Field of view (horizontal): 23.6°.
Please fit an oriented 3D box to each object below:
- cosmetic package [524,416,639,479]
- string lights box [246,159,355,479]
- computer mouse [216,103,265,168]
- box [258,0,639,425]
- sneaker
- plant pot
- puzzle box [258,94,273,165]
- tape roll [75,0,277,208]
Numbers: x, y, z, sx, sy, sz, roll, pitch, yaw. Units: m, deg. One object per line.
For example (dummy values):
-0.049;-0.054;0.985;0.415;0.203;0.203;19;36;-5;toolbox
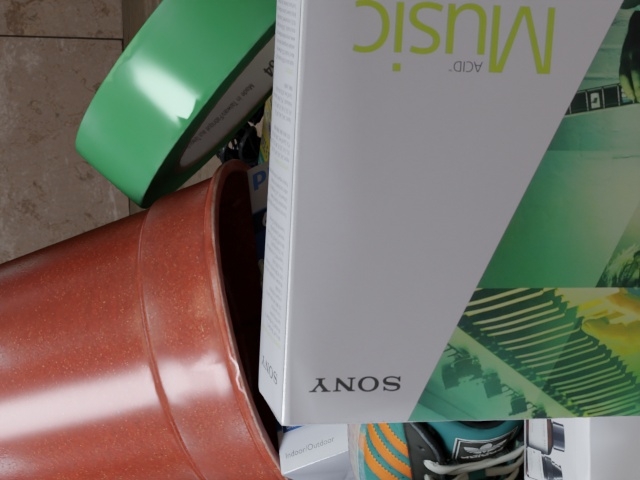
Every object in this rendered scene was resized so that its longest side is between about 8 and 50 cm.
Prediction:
0.150;0.019;0.829;0.099;0.060;0.239;176;94;-75;cosmetic package
0.029;0.045;1.158;0.133;0.076;0.260;-24;58;26;string lights box
-0.066;-0.206;1.671;0.188;0.072;0.272;24;-116;-78;computer mouse
0.095;-0.076;0.693;0.058;0.232;0.322;-131;43;-71;box
0.079;0.115;0.945;0.121;0.108;0.302;-126;21;-58;sneaker
-0.156;0.100;1.233;0.272;0.265;0.272;-15;-90;-77;plant pot
0.000;0.000;1.463;0.409;0.052;0.272;-111;25;-56;puzzle box
-0.070;-0.170;1.287;0.321;0.077;0.321;-48;-1;-1;tape roll
